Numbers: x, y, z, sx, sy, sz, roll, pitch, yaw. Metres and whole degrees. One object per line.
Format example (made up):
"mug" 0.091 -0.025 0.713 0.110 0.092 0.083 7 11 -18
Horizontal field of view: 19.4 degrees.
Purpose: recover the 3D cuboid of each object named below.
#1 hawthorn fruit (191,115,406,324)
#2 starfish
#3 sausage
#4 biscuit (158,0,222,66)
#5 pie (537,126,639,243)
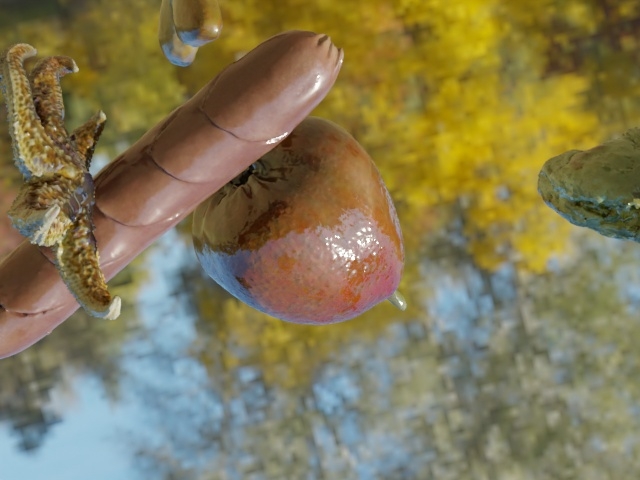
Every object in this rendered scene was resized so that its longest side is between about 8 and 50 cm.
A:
"hawthorn fruit" 0.000 0.000 1.857 0.199 0.251 0.199 -39 -154 23
"starfish" -0.211 -0.045 1.510 0.071 0.238 0.216 -25 174 15
"sausage" -0.156 -0.037 1.621 0.433 0.088 0.088 -39 -170 -3
"biscuit" -0.126 -0.281 1.811 0.047 0.207 0.164 2 174 -12
"pie" 0.353 -0.061 1.898 0.248 0.090 0.201 -7 -150 -15
